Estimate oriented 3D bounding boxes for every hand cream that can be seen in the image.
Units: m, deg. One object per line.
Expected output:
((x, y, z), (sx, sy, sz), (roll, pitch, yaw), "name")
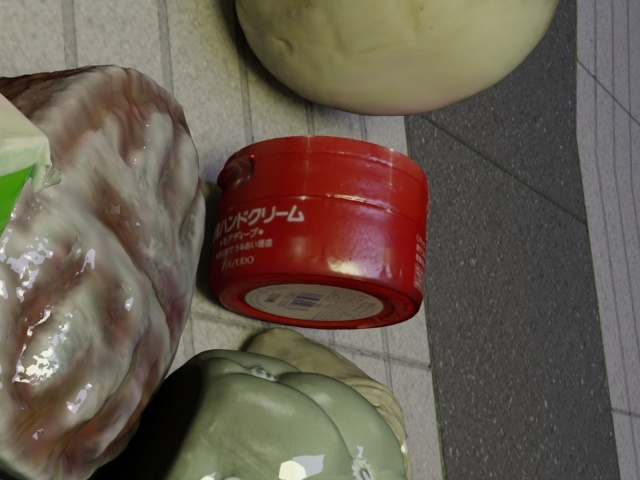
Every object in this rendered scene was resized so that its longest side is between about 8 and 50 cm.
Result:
((0.000, 0.000, 0.824), (0.193, 0.193, 0.125), (28, 58, -50), "hand cream")

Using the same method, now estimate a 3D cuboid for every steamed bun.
((0.006, 0.199, 0.820), (0.211, 0.144, 0.218), (61, 39, -27), "steamed bun")

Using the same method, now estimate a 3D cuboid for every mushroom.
((0.045, -0.256, 0.899), (0.315, 0.356, 0.315), (-51, 156, -35), "mushroom")

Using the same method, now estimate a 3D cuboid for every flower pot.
((-0.047, 0.199, 0.615), (0.195, 0.246, 0.246), (37, 49, -17), "flower pot")

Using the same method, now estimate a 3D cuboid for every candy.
((-0.173, 0.016, 0.596), (0.214, 0.157, 0.289), (74, 23, -44), "candy")

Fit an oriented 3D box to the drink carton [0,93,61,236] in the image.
((-0.239, 0.041, 0.387), (0.108, 0.271, 0.161), (42, 30, 16), "drink carton")
